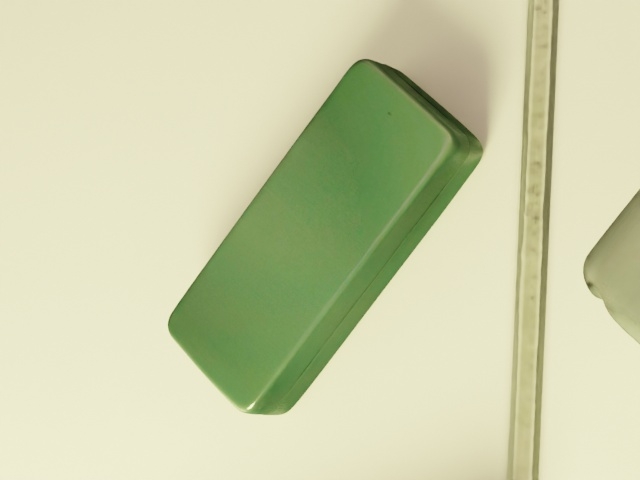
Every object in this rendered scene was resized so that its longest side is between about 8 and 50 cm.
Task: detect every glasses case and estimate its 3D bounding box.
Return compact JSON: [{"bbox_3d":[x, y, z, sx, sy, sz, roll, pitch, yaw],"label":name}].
[{"bbox_3d":[0.000,0.000,0.779,0.078,0.039,0.184,45,107,27],"label":"glasses case"}]

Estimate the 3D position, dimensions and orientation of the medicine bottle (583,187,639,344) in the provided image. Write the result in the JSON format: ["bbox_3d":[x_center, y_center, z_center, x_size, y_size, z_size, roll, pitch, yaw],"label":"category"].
[{"bbox_3d":[0.252,-0.090,0.594,0.110,0.110,0.352,45,106,28],"label":"medicine bottle"}]
